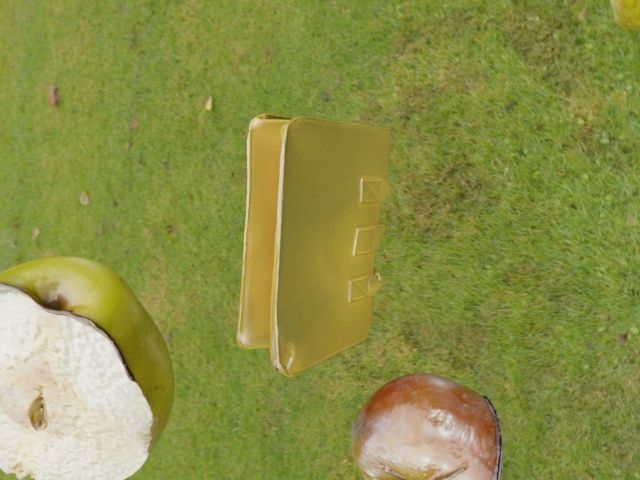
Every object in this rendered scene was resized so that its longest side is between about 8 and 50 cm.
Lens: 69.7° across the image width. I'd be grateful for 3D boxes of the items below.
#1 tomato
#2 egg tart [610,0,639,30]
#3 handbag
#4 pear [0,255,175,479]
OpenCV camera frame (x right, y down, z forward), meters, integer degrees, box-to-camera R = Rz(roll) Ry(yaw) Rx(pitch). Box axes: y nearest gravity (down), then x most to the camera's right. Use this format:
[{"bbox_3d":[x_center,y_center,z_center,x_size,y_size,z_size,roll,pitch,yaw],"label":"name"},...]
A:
[{"bbox_3d":[0.124,0.277,0.637,0.155,0.180,0.214,24,132,-3],"label":"tomato"},{"bbox_3d":[0.298,-0.284,0.392,0.123,0.294,0.294,-10,77,38],"label":"egg tart"},{"bbox_3d":[0.000,0.000,0.781,0.133,0.283,0.400,13,103,46],"label":"handbag"},{"bbox_3d":[-0.372,0.178,0.691,0.340,0.191,0.386,27,117,-6],"label":"pear"}]
